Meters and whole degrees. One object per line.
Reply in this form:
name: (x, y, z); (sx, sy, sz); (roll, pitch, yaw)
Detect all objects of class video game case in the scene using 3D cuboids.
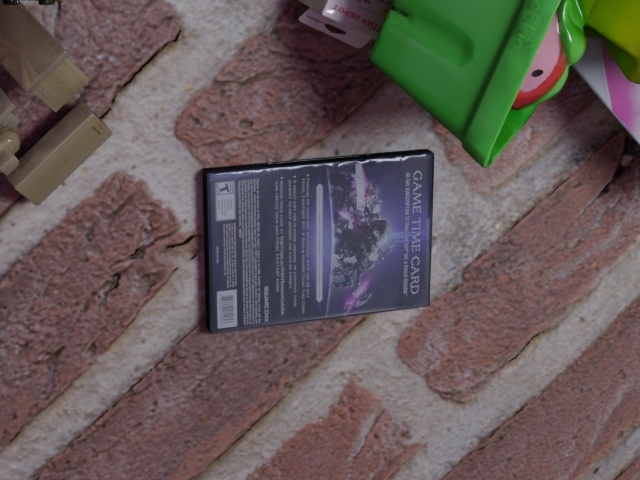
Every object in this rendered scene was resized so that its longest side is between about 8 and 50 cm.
video game case: (0.000, 0.000, 1.712); (0.274, 0.026, 0.196); (-6, 111, -18)

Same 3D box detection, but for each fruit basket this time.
fruit basket: (0.286, -0.252, 1.488); (0.392, 0.283, 0.392); (9, 115, 20)

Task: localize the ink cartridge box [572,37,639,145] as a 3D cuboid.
ink cartridge box: (0.448, -0.248, 1.630); (0.324, 0.071, 0.330); (-41, 83, 13)

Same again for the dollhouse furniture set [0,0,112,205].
dollhouse furniture set: (-0.315, -0.150, 1.544); (0.144, 0.123, 0.151); (-44, 152, 0)

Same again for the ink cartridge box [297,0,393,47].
ink cartridge box: (0.046, -0.282, 1.589); (0.092, 0.090, 0.143); (21, 100, -25)

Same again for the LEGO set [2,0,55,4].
LEGO set: (-0.270, -0.391, 1.419); (0.255, 0.192, 0.331); (-6, 98, 13)
